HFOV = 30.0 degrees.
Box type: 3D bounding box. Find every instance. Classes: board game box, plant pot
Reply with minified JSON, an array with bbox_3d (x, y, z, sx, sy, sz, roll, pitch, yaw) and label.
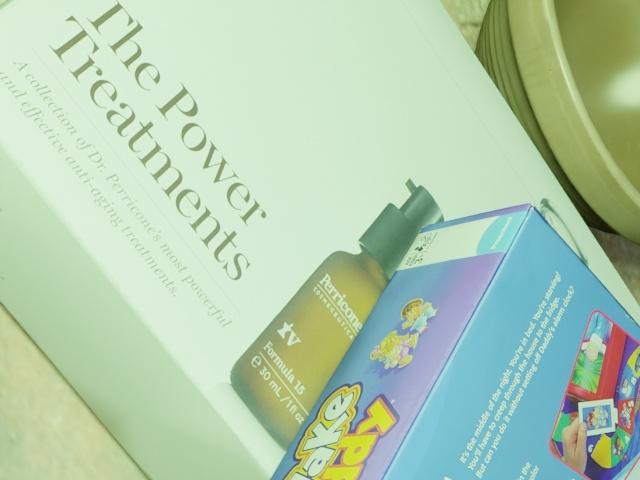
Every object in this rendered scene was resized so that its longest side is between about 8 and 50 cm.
[{"bbox_3d":[0.065,0.190,0.514,0.233,0.078,0.347,45,60,-21],"label":"board game box"},{"bbox_3d":[0.174,-0.097,0.788,0.237,0.110,0.237,23,57,-40],"label":"plant pot"}]

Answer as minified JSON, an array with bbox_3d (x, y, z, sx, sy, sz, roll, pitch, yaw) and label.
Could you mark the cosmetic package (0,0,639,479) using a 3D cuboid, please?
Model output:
[{"bbox_3d":[0.000,0.000,0.626,0.377,0.097,0.284,53,48,-16],"label":"cosmetic package"}]
